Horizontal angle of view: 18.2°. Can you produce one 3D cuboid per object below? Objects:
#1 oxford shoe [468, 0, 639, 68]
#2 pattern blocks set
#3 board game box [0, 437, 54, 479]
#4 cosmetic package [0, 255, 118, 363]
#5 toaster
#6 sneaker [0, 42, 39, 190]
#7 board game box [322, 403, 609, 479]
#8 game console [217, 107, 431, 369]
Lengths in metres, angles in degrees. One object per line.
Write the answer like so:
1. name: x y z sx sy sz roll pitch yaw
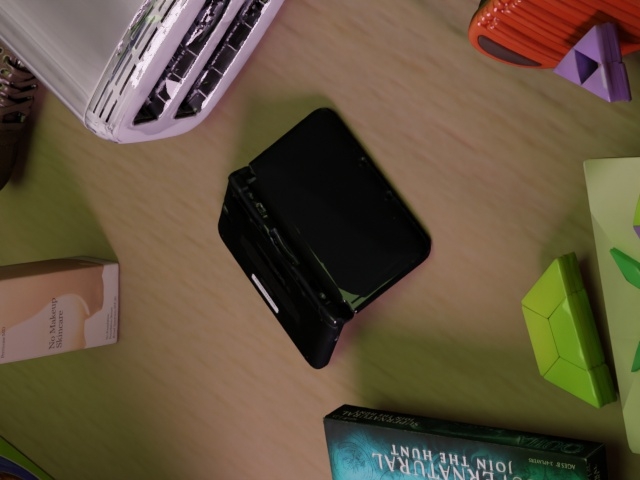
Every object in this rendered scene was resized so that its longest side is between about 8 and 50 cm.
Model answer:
1. oxford shoe: 0.179 -0.182 1.052 0.271 0.097 0.098 -35 44 41
2. pattern blocks set: 0.208 0.036 1.038 0.285 0.026 0.325 -24 85 52
3. board game box: -0.219 0.252 1.318 0.347 0.233 0.078 33 115 30
4. cosmetic package: -0.189 0.046 1.341 0.041 0.115 0.060 8 102 38
5. toaster: -0.118 -0.163 1.249 0.146 0.129 0.227 48 121 21
6. sneaker: -0.223 -0.122 1.377 0.071 0.066 0.188 5 100 37
7. board game box: 0.089 0.169 1.178 0.186 0.026 0.126 5 111 38
8. game console: 0.000 0.000 1.251 0.122 0.071 0.107 54 154 20
